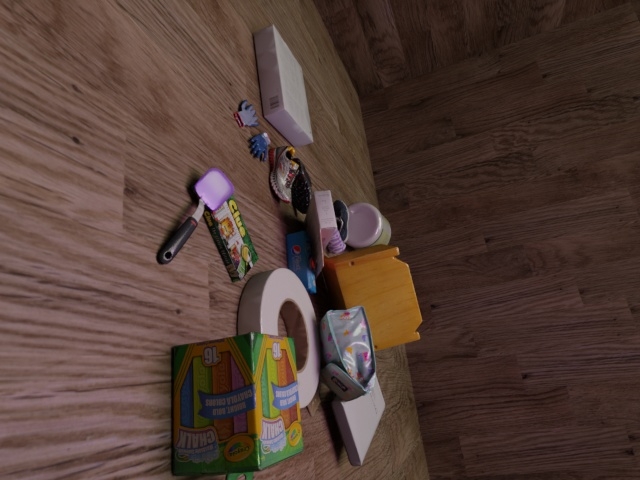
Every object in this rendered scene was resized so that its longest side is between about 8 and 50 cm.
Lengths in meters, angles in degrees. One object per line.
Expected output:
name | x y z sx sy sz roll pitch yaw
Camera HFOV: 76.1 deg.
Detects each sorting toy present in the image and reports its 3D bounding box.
sorting toy | -0.026 0.500 1.281 0.062 0.012 0.083 -47 128 -49

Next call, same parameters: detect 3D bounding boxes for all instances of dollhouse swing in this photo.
dollhouse swing | 0.175 0.191 1.549 0.305 0.315 0.346 -82 156 -79

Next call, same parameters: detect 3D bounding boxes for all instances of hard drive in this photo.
hard drive | 0.150 0.608 1.508 0.353 0.047 0.232 -26 99 -66

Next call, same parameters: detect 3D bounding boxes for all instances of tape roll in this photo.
tape roll | -0.102 0.272 1.149 0.392 0.072 0.391 -13 90 -72

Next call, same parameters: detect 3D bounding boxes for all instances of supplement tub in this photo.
supplement tub | 0.244 -0.055 2.174 0.325 0.236 0.235 28 51 -67

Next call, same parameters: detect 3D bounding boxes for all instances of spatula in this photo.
spatula | -0.272 -0.057 0.893 0.084 0.030 0.296 56 33 -30

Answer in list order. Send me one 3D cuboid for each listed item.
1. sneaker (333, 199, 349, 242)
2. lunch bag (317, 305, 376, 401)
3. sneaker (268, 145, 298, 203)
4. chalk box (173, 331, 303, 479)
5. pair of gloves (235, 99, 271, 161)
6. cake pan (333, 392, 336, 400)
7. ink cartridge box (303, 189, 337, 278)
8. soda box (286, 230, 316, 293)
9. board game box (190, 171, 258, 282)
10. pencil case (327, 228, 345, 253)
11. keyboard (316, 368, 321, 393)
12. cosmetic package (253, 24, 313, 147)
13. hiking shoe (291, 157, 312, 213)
sneaker | 0.083 -0.116 1.976 0.163 0.086 0.226 44 38 -64
lunch bag | 0.079 0.375 1.309 0.223 0.160 0.262 117 -37 -57
sneaker | -0.123 -0.236 1.428 0.088 0.093 0.225 35 44 -64
chalk box | -0.151 0.335 0.774 0.180 0.179 0.288 35 44 -64
pair of gloves | -0.219 -0.359 1.347 0.159 0.023 0.198 -69 140 -58
cake pan | 0.124 0.629 1.599 0.293 0.054 0.293 -13 90 -72
ink cartridge box | 0.000 0.000 1.458 0.296 0.066 0.261 116 -33 -71
soda box | -0.067 0.079 1.397 0.067 0.071 0.210 42 38 -60
board game box | -0.236 -0.037 1.043 0.136 0.030 0.259 -66 139 -65
pencil case | 0.049 -0.037 1.809 0.088 0.086 0.206 -42 125 -31
keyboard | -0.003 0.446 1.412 0.256 0.014 0.072 -69 141 -60
cosmetic package | -0.143 -0.604 1.637 0.284 0.098 0.377 28 51 -65
hiking shoe | -0.063 -0.208 1.601 0.114 0.086 0.226 20 57 -65
